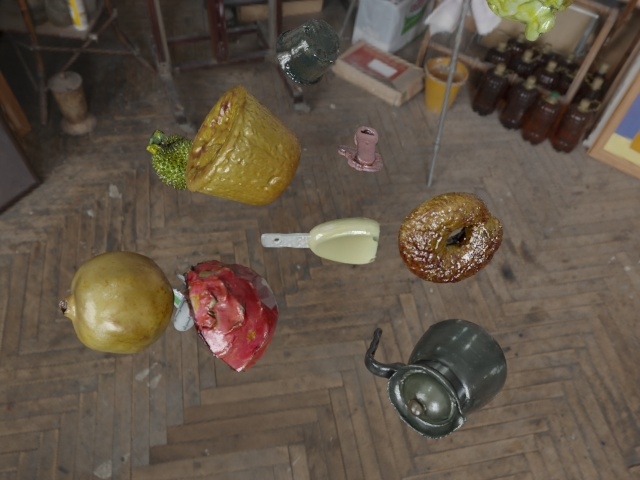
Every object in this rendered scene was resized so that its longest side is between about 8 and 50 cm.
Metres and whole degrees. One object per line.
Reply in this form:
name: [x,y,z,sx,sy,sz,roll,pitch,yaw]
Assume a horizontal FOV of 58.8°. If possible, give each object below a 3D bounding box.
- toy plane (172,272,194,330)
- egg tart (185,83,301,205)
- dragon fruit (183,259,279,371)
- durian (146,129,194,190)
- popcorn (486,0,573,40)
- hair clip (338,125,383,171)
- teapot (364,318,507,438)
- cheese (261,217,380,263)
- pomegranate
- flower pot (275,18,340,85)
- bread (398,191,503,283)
toy plane: [-0.314,0.158,1.406,0.251,0.255,0.101,34,56,-2]
egg tart: [-0.134,-0.153,1.008,0.147,0.202,0.202,26,46,-32]
dragon fruit: [-0.189,0.136,1.210,0.189,0.163,0.262,-25,74,-20]
durian: [-0.356,-0.199,1.490,0.159,0.198,0.146,16,99,7]
popcorn: [0.331,-0.406,0.908,0.135,0.162,0.141,-5,25,17]
hair clip: [0.111,-0.220,1.505,0.123,0.102,0.138,5,59,-8]
teapot: [0.258,0.300,1.329,0.305,0.223,0.285,51,39,12]
cheese: [0.000,0.000,1.215,0.251,0.127,0.054,0,49,-3]
pomegranate: [-0.415,0.130,1.195,0.233,0.233,0.233,3,54,-4]
flower pot: [-0.022,-0.493,1.460,0.157,0.107,0.157,13,68,-35]
bread: [0.226,0.001,0.996,0.193,0.193,0.064,-1,35,-7]
